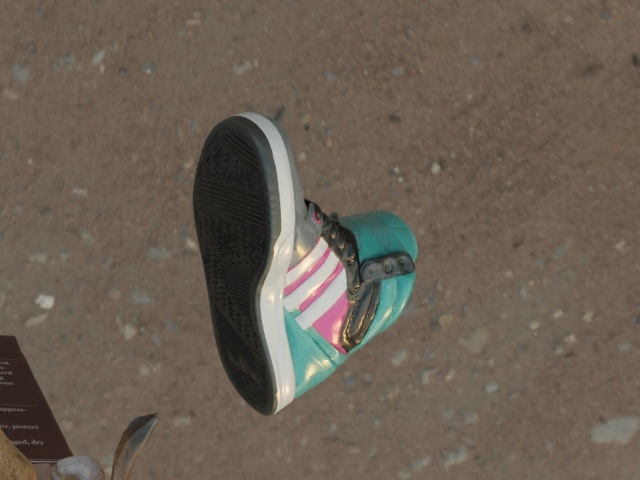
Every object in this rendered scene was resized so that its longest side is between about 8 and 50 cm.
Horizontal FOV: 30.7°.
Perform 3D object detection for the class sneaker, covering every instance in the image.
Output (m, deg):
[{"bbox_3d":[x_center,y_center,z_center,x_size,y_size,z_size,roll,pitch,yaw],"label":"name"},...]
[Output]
[{"bbox_3d":[0.000,0.000,0.998,0.178,0.124,0.296,-29,137,-31],"label":"sneaker"}]

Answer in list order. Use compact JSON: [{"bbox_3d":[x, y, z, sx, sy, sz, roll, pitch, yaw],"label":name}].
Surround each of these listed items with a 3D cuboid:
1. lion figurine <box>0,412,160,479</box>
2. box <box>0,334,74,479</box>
[{"bbox_3d":[-0.261,0.245,0.703,0.392,0.240,0.142,-16,141,-13],"label":"lion figurine"},{"bbox_3d":[-0.329,0.195,0.981,0.167,0.203,0.168,6,113,-34],"label":"box"}]
